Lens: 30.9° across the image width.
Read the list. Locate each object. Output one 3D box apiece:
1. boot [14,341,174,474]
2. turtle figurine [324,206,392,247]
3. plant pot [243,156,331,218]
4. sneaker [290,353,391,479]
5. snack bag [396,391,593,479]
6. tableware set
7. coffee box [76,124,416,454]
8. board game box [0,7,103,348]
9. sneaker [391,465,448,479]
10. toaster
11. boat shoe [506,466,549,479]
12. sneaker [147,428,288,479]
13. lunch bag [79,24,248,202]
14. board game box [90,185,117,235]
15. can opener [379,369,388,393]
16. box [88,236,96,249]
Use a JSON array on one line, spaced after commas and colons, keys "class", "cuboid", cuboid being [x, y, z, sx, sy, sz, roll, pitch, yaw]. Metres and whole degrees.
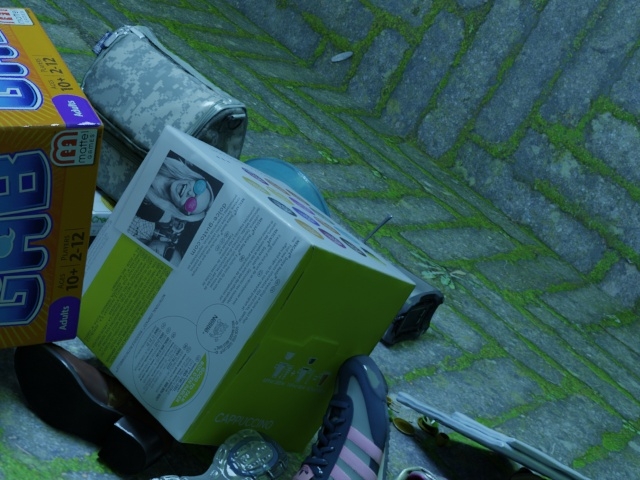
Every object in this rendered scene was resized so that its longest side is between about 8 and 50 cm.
[{"class": "boot", "cuboid": [-0.298, 0.210, 1.752, 0.264, 0.096, 0.280, 32, 19, 8]}, {"class": "turtle figurine", "cuboid": [0.000, 0.000, 2.447, 0.197, 0.275, 0.266, -23, 30, -37]}, {"class": "plant pot", "cuboid": [-0.155, 0.005, 2.229, 0.271, 0.272, 0.255, 37, 36, 16]}, {"class": "sneaker", "cuboid": [0.021, 0.321, 1.679, 0.131, 0.319, 0.112, 8, -12, -27]}, {"class": "snack bag", "cuboid": [0.342, 0.375, 2.097, 0.323, 0.037, 0.342, 30, -7, -28]}, {"class": "tableware set", "cuboid": [0.176, 0.341, 2.205, 0.154, 0.024, 0.104, 31, 20, 0]}, {"class": "coffee box", "cuboid": [-0.125, 0.088, 1.760, 0.334, 0.338, 0.337, 38, 9, 31]}, {"class": "board game box", "cuboid": [-0.540, -0.087, 1.601, 0.356, 0.357, 0.356, -6, 37, -29]}, {"class": "sneaker", "cuboid": [0.163, 0.421, 1.870, 0.103, 0.111, 0.252, 39, 21, 22]}, {"class": "toaster", "cuboid": [0.154, 0.134, 2.517, 0.146, 0.129, 0.227, 36, 22, 25]}, {"class": "boat shoe", "cuboid": [0.361, 0.465, 2.024, 0.123, 0.123, 0.342, 41, 22, 25]}, {"class": "sneaker", "cuboid": [-0.166, 0.368, 1.552, 0.297, 0.129, 0.111, -20, 53, -42]}, {"class": "lunch bag", "cuboid": [-0.284, -0.203, 2.026, 0.305, 0.256, 0.212, 39, 23, 26]}, {"class": "board game box", "cuboid": [-0.430, -0.113, 2.072, 0.305, 0.053, 0.193, 41, 24, 29]}, {"class": "can opener", "cuboid": [0.056, 0.225, 2.207, 0.076, 0.095, 0.283, 17, 24, -34]}, {"class": "box", "cuboid": [-0.404, -0.028, 2.142, 0.153, 0.108, 0.207, 27, 20, -9]}]
